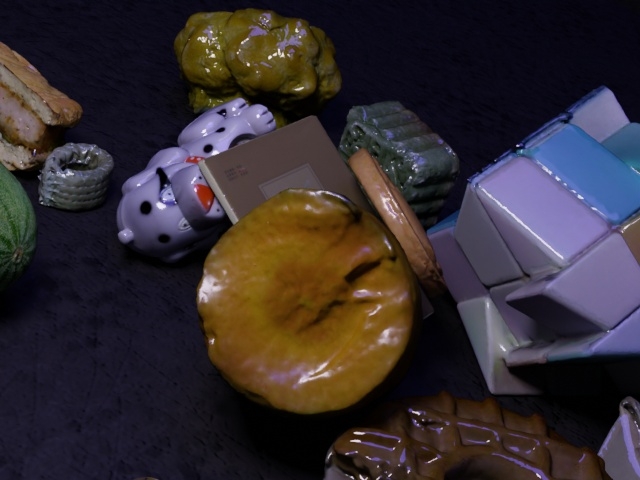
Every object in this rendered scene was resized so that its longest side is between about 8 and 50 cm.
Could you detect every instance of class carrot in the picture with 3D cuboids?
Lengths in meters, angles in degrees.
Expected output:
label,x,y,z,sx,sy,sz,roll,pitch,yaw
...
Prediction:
label,x,y,z,sx,sy,sz,roll,pitch,yaw
carrot,-0.006,0.078,1.260,0.242,0.241,0.340,24,-7,7

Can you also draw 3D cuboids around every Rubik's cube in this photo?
label,x,y,z,sx,sy,sz,roll,pitch,yaw
Rubik's cube,0.343,0.028,1.478,0.387,0.358,0.368,-33,94,-25

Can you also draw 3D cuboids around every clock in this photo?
label,x,y,z,sx,sy,sz,roll,pitch,yaw
clock,-0.163,-0.062,1.503,0.189,0.188,0.254,32,39,20

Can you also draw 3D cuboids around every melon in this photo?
label,x,y,z,sx,sy,sz,roll,pitch,yaw
melon,-0.446,-0.042,1.285,0.288,0.182,0.182,34,34,21

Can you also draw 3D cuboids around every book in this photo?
label,x,y,z,sx,sy,sz,roll,pitch,yaw
book,0.000,0.000,1.455,0.217,0.021,0.310,-27,84,-44

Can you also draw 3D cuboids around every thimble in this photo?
label,x,y,z,sx,sy,sz,roll,pitch,yaw
thimble,-0.329,-0.085,1.531,0.084,0.062,0.110,35,33,25

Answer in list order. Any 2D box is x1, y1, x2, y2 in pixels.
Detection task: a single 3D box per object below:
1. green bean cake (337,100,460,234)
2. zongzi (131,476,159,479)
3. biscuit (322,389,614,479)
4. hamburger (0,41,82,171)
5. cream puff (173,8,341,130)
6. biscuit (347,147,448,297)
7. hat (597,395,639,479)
label,x,y,z,sx,sy,sz,roll,pitch,yaw
green bean cake,0.095,-0.092,1.664,0.094,0.181,0.173,-12,45,-39
zongzi,-0.153,0.309,0.978,0.197,0.099,0.194,41,36,15
biscuit,0.190,0.285,1.183,0.366,0.115,0.268,36,34,24
hamburger,-0.439,-0.192,1.604,0.262,0.124,0.131,40,18,24
cream puff,-0.101,-0.259,1.852,0.282,0.185,0.282,6,-8,1
biscuit,0.097,-0.027,1.430,0.202,0.044,0.288,59,5,-6
hat,0.415,0.304,1.323,0.214,0.149,0.244,24,67,33
